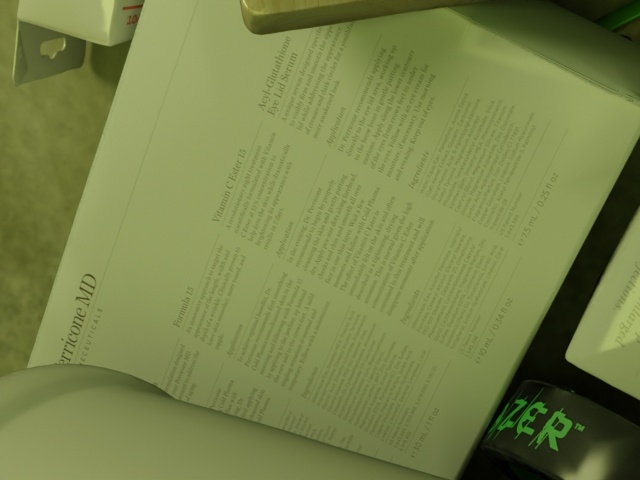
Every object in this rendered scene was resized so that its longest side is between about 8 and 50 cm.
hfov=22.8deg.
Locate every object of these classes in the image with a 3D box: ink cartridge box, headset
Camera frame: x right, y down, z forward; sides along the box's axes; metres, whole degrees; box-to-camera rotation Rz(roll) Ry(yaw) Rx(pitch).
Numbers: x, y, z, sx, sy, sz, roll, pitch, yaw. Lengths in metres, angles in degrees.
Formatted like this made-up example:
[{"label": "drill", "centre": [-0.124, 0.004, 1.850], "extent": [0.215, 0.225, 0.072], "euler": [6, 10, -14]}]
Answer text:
[{"label": "ink cartridge box", "centre": [-0.127, -0.190, 0.984], "extent": [0.067, 0.115, 0.198], "euler": [17, 107, 12]}, {"label": "headset", "centre": [0.278, 0.191, 0.905], "extent": [0.394, 0.243, 0.185], "euler": [39, 82, -8]}]

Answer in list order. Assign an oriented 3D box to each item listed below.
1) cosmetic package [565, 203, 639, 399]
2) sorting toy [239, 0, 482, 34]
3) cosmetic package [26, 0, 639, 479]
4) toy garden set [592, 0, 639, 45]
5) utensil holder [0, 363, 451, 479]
[{"label": "cosmetic package", "centre": [0.245, 0.016, 0.882], "extent": [0.151, 0.183, 0.151], "euler": [28, 108, 9]}, {"label": "sorting toy", "centre": [0.066, -0.259, 0.830], "extent": [0.255, 0.089, 0.257], "euler": [-9, 72, -3]}, {"label": "cosmetic package", "centre": [0.000, 0.000, 0.963], "extent": [0.284, 0.097, 0.377], "euler": [27, 120, 7]}, {"label": "toy garden set", "centre": [0.093, -0.183, 0.955], "extent": [0.203, 0.049, 0.244], "euler": [-27, 93, 20]}, {"label": "utensil holder", "centre": [-0.021, 0.260, 0.790], "extent": [0.385, 0.327, 0.328], "euler": [12, 106, 36]}]
